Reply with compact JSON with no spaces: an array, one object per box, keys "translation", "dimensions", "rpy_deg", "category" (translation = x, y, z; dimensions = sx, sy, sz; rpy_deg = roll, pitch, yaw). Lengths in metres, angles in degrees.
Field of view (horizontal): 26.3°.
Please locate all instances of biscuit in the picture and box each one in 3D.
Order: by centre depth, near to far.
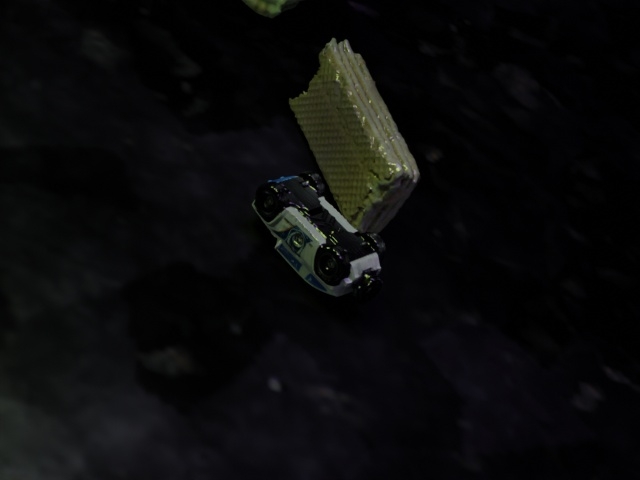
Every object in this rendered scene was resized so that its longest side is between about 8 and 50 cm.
[{"translation":[0.041,-0.124,1.630],"dimensions":[0.061,0.108,0.239],"rpy_deg":[7,43,-35],"category":"biscuit"}]

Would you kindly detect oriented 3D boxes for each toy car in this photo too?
[{"translation":[0.000,0.000,1.486],"dimensions":[0.171,0.070,0.080],"rpy_deg":[46,37,20],"category":"toy car"}]

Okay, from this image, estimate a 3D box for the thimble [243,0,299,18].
[{"translation":[-0.062,-0.455,1.808],"dimensions":[0.291,0.291,0.195],"rpy_deg":[31,35,-3],"category":"thimble"}]
